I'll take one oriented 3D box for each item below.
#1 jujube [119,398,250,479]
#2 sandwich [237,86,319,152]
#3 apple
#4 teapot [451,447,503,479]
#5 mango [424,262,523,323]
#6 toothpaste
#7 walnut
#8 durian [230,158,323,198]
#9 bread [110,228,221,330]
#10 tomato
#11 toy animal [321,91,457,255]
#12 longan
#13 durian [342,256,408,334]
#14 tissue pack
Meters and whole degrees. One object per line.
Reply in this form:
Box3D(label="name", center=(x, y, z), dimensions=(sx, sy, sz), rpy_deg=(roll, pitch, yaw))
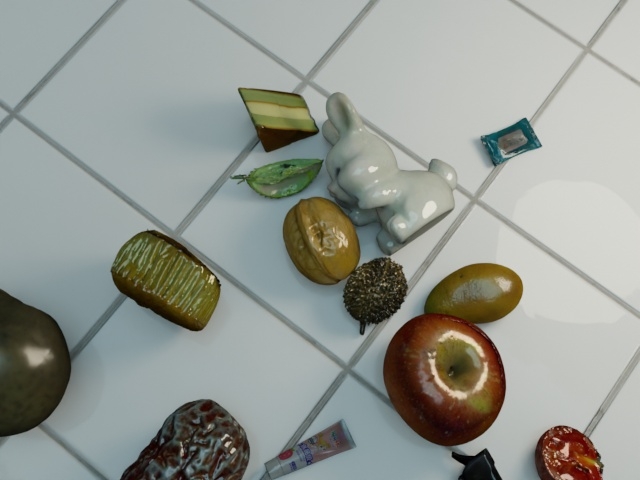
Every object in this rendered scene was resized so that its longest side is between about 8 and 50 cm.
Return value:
Box3D(label="jujube", center=(-0.279, 0.478, 1.562), dimensions=(0.226, 0.226, 0.317), rpy_deg=(39, 75, 8))
Box3D(label="sandwich", center=(-0.094, -0.299, 1.792), dimensions=(0.144, 0.187, 0.117), rpy_deg=(-26, 78, -2))
Box3D(label="apple", center=(0.256, 0.287, 1.633), dimensions=(0.272, 0.206, 0.251), rpy_deg=(44, 68, 7))
Box3D(label="teapot", center=(0.335, 0.516, 1.636), dimensions=(0.096, 0.087, 0.177), rpy_deg=(-32, 77, 10))
Box3D(label="mango", center=(0.338, 0.123, 1.735), dimensions=(0.228, 0.099, 0.136), rpy_deg=(-18, 83, 3))
Box3D(label="toothpaste", center=(-0.023, 0.453, 1.666), dimensions=(0.195, 0.043, 0.067), rpy_deg=(-23, 74, -13))
Box3D(label="walnut", center=(0.000, 0.000, 1.729), dimensions=(0.159, 0.159, 0.206), rpy_deg=(-23, 82, -7))
Box3D(label="durian", center=(-0.099, -0.151, 1.791), dimensions=(0.216, 0.100, 0.086), rpy_deg=(-14, 75, -6))
Box3D(label="bread", center=(-0.324, 0.089, 1.646), dimensions=(0.228, 0.253, 0.142), rpy_deg=(27, 73, 2))
Box3D(label="tomato", center=(0.516, 0.478, 1.646), dimensions=(0.139, 0.091, 0.159), rpy_deg=(11, 48, -8))
Box3D(label="toy animal", center=(0.131, -0.159, 1.756), dimensions=(0.368, 0.196, 0.241), rpy_deg=(43, 71, 8))
Box3D(label="longan", center=(-0.673, 0.240, 1.591), dimensions=(0.350, 0.288, 0.288), rpy_deg=(32, 77, 12))
Box3D(label="durian", center=(0.129, 0.130, 1.709), dimensions=(0.149, 0.091, 0.188), rpy_deg=(12, 108, -35))
Box3D(label="tissue pack", center=(0.454, -0.236, 1.866), dimensions=(0.138, 0.028, 0.085), rpy_deg=(-23, 80, -12))
